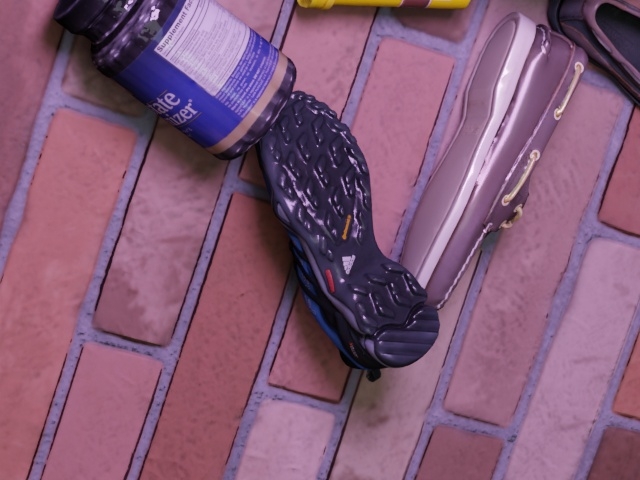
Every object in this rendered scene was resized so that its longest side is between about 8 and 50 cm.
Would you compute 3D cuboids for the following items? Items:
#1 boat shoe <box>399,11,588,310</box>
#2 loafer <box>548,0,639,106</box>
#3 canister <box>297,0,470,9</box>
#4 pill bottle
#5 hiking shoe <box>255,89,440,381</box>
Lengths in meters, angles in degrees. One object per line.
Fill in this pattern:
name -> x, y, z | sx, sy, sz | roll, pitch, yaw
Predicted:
boat shoe -> 0.175, -0.069, 1.832 | 0.097, 0.116, 0.324 | 23, 89, -17
loafer -> 0.361, -0.186, 1.875 | 0.267, 0.084, 0.096 | 27, 93, -21
canister -> 0.067, -0.292, 1.768 | 0.170, 0.073, 0.126 | -1, 102, -18
pill bottle -> -0.140, -0.184, 1.702 | 0.219, 0.123, 0.123 | 36, 90, -21
hiking shoe -> 0.000, 0.000, 1.792 | 0.113, 0.132, 0.304 | -21, 85, -30
